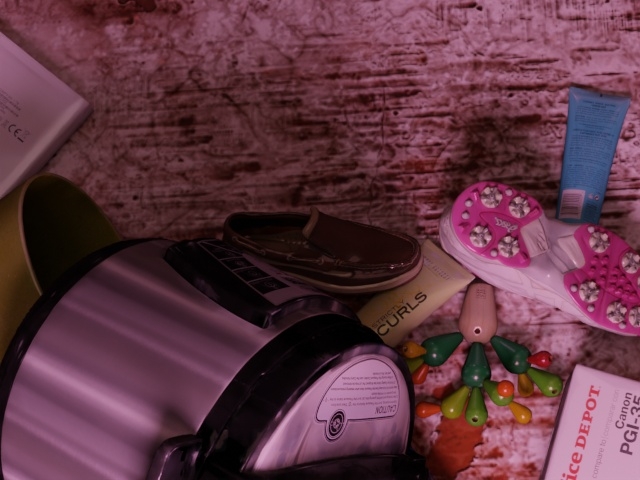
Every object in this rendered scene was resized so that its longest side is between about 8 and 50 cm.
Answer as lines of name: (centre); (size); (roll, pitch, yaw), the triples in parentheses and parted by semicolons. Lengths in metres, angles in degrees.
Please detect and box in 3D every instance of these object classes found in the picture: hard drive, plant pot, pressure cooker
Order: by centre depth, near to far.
pressure cooker: (-0.093, 0.222, 1.611); (0.420, 0.375, 0.370); (23, 52, 32)
plant pot: (-0.404, 0.102, 1.850); (0.293, 0.275, 0.274); (-26, 73, 16)
hard drive: (-0.481, -0.124, 2.013); (0.203, 0.040, 0.307); (38, 82, 14)

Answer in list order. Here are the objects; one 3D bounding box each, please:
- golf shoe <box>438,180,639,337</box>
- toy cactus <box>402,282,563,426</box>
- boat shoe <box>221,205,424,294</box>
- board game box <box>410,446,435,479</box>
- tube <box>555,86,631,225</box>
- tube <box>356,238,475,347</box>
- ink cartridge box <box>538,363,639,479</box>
golf shoe: (0.283, 0.028, 1.857); (0.306, 0.140, 0.115); (30, 72, -10)
toy cactus: (0.187, 0.138, 1.846); (0.219, 0.112, 0.180); (-1, 65, 15)
boat shoe: (-0.001, 0.006, 1.877); (0.257, 0.095, 0.095); (1, 50, 10)
board game box: (0.035, 0.284, 1.803); (0.165, 0.042, 0.243); (-39, 79, 21)
tube: (0.340, -0.099, 1.913); (0.080, 0.052, 0.207); (12, 72, 5)
tube: (0.078, 0.101, 1.881); (0.240, 0.062, 0.070); (-42, 94, -8)
ink cartridge box: (0.405, 0.286, 1.763); (0.283, 0.117, 0.207); (15, 77, 10)
